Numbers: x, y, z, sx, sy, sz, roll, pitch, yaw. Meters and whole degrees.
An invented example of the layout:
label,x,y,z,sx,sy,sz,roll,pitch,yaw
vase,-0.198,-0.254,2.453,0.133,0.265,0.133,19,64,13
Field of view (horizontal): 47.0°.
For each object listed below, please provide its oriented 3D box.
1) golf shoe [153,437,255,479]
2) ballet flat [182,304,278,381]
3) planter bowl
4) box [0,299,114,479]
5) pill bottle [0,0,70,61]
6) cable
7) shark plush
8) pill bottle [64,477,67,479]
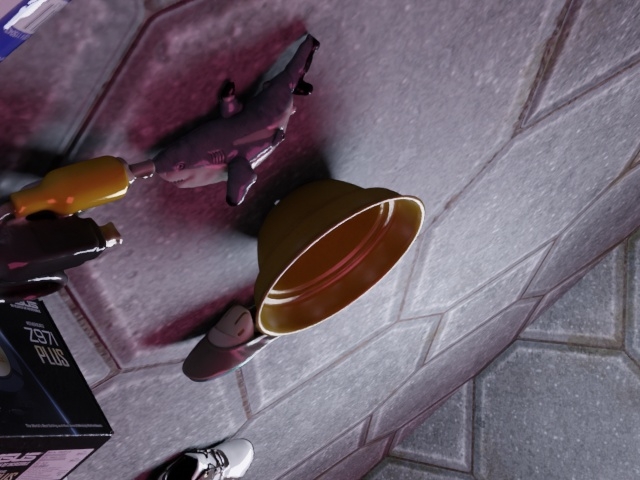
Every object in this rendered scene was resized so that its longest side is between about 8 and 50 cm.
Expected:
label,x,y,z,sx,sy,sz,roll,pitch,yaw
golf shoe,-0.189,0.385,1.240,0.198,0.077,0.094,-23,152,-34
ballet flat,-0.080,0.098,0.908,0.213,0.072,0.068,-24,126,-31
planter bowl,0.000,0.000,0.790,0.217,0.090,0.217,-31,155,-16
box,-0.262,0.107,0.541,0.077,0.147,0.180,-41,156,7
pill bottle,-0.197,-0.098,0.304,0.186,0.112,0.112,-39,157,3
cable,-0.230,0.002,0.456,0.139,0.072,0.287,-35,170,27
shark plush,-0.058,-0.096,0.585,0.161,0.073,0.067,-39,127,14
pill bottle,-0.333,0.257,0.798,0.078,0.078,0.137,-34,156,-9
